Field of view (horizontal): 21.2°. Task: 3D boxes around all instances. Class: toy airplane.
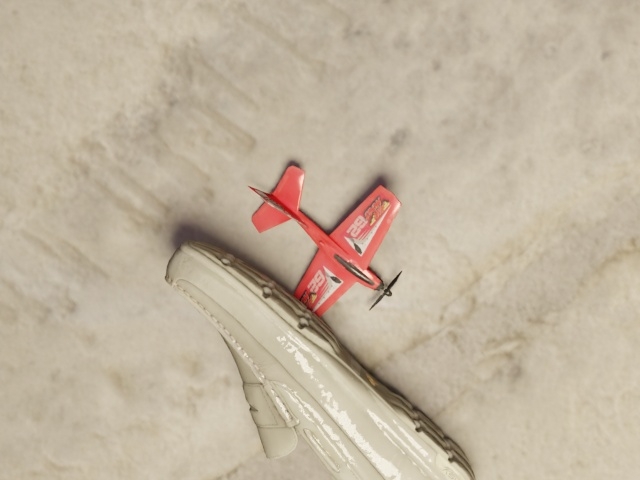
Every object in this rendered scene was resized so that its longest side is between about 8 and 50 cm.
[{"bbox_3d":[0.000,0.000,1.431,0.151,0.028,0.151,5,107,16],"label":"toy airplane"}]

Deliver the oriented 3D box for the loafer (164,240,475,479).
[{"bbox_3d":[-0.014,0.130,1.396,0.319,0.112,0.111,44,97,1],"label":"loafer"}]
